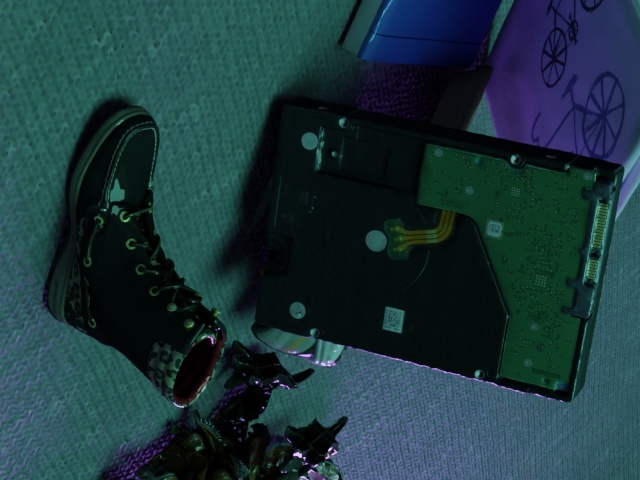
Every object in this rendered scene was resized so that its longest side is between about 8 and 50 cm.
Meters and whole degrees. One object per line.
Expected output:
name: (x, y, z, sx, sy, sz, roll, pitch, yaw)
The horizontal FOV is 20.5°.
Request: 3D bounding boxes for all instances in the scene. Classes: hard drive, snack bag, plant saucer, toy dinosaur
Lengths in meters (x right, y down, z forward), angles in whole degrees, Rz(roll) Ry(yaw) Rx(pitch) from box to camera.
hard drive: (0.156, -0.327, 1.797, 0.210, 0.040, 0.318, -4, 125, -54)
snack bag: (0.259, -0.159, 1.828, 0.037, 0.342, 0.323, 2, 140, -18)
hard drive: (0.112, 0.005, 1.742, 0.064, 0.339, 0.237, -31, 130, -65)
plant saucer: (0.116, -0.066, 1.915, 0.278, 0.041, 0.278, 22, 90, -86)
toy dinosaur: (-0.094, 0.240, 1.986, 0.218, 0.164, 0.322, -51, 173, 26)

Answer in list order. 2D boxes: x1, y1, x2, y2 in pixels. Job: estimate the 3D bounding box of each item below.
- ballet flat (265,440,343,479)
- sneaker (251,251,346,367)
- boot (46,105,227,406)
ballet flat: (-0.029, 0.284, 2.163, 0.188, 0.070, 0.070, 12, 111, -58)
sneaker: (0.000, 0.000, 1.866, 0.108, 0.100, 0.271, 12, 102, -13)
boot: (-0.148, 0.016, 1.581, 0.085, 0.178, 0.236, -17, 135, -47)
